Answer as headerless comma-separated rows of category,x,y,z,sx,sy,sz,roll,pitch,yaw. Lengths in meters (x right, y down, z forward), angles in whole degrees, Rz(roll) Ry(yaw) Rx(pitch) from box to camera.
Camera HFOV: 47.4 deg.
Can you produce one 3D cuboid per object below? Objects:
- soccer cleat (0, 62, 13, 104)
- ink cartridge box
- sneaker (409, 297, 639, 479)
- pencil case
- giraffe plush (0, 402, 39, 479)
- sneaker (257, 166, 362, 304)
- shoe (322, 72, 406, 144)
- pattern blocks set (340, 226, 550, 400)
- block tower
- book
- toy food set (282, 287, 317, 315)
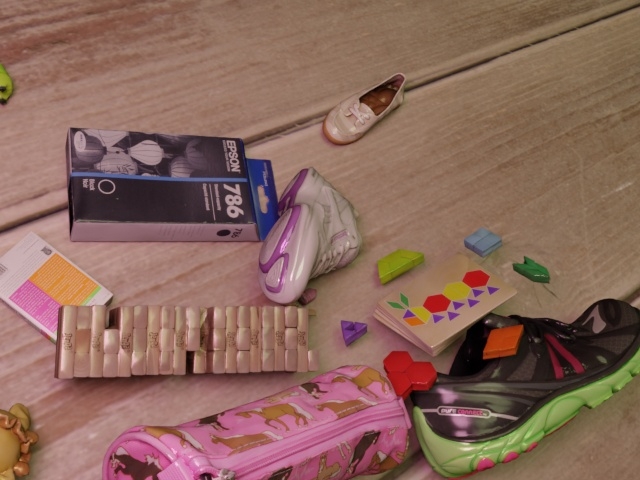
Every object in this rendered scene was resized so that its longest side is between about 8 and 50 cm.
soccer cleat,-0.542,-0.228,1.055,0.179,0.060,0.072,-11,57,-36
ink cartridge box,-0.210,-0.081,1.111,0.333,0.065,0.165,0,62,-25
sneaker,0.333,0.179,1.128,0.483,0.185,0.202,-21,76,-33
pencil case,-0.055,0.250,0.856,0.167,0.160,0.386,26,19,36
giraffe plush,-0.408,0.210,0.807,0.170,0.210,0.181,43,44,-32
sneaker,0.000,0.000,1.089,0.152,0.114,0.305,35,32,-13
shoe,0.085,-0.247,1.339,0.076,0.058,0.219,46,54,6
pattern blocks set,0.186,0.096,1.111,0.325,0.026,0.285,-24,38,-12
block tower,-0.172,0.132,0.967,0.335,0.091,0.097,5,79,-25
book,-0.366,0.066,0.975,0.144,0.035,0.096,39,58,1
toy food set,-0.043,0.066,1.128,0.078,0.019,0.122,6,52,-21
